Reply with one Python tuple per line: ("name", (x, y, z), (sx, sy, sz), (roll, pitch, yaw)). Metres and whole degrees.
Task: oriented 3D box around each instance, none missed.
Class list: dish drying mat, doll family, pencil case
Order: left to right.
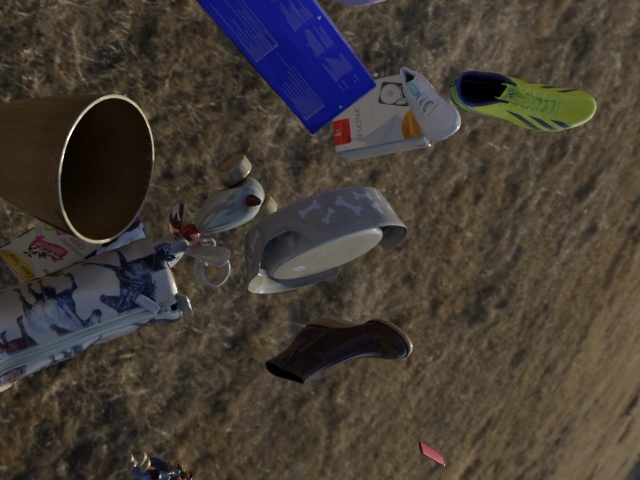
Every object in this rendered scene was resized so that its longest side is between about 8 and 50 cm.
("pencil case", (-0.430, 0.131, 1.025), (0.410, 0.184, 0.159), (-23, 116, -30))
("doll family", (-0.232, 0.384, 0.952), (0.111, 0.193, 0.076), (28, 98, -29))
("dish drying mat", (0.246, 0.473, 1.371), (0.008, 0.032, 0.083), (-39, 124, 23))

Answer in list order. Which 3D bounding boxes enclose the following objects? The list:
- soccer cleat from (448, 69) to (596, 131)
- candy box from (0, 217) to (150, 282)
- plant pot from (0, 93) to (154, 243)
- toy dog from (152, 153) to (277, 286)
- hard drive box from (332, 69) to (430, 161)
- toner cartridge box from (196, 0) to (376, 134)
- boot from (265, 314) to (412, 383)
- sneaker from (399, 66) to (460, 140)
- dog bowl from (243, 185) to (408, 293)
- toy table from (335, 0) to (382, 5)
("soccer cleat", (0.400, -0.280, 1.237), (0.121, 0.289, 0.093), (3, 99, -78))
("candy box", (-0.478, 0.011, 1.211), (0.233, 0.159, 0.071), (-40, 145, -26))
("plant pot", (-0.446, -0.136, 1.014), (0.237, 0.255, 0.237), (12, 90, -73))
("toy dog", (-0.236, -0.035, 1.402), (0.220, 0.161, 0.333), (30, 95, -23))
("hard drive box", (0.154, -0.318, 1.606), (0.089, 0.232, 0.181), (18, 65, -69))
("toner cartridge box", (-0.061, -0.383, 1.170), (0.165, 0.075, 0.348), (-34, 120, 16))
("boot", (0.037, 0.235, 1.251), (0.207, 0.249, 0.090), (-33, 119, -41))
("sneaker", (0.204, -0.278, 1.237), (0.080, 0.212, 0.094), (-38, 129, 14))
("dog bowl", (0.000, 0.000, 1.285), (0.349, 0.102, 0.349), (-18, 165, -5))
("toy table", (0.111, -0.513, 0.958), (0.274, 0.252, 0.161), (-52, 159, -14))
